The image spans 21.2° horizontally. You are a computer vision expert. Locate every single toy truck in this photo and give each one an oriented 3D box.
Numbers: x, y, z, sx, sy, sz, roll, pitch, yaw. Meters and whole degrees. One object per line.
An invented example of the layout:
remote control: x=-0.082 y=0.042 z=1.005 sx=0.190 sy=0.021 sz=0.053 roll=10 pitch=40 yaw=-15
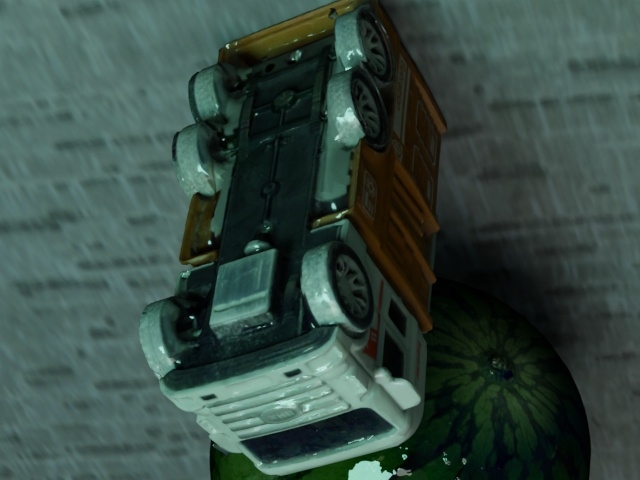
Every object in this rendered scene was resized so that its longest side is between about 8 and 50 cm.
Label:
toy truck: x=0.000 y=0.000 z=1.352 sx=0.173 sy=0.388 sz=0.207 roll=-18 pitch=132 yaw=26

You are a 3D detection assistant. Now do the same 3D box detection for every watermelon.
watermelon: x=0.070 y=0.197 z=1.557 sx=0.363 sy=0.363 sz=0.363 roll=6 pitch=133 yaw=6
